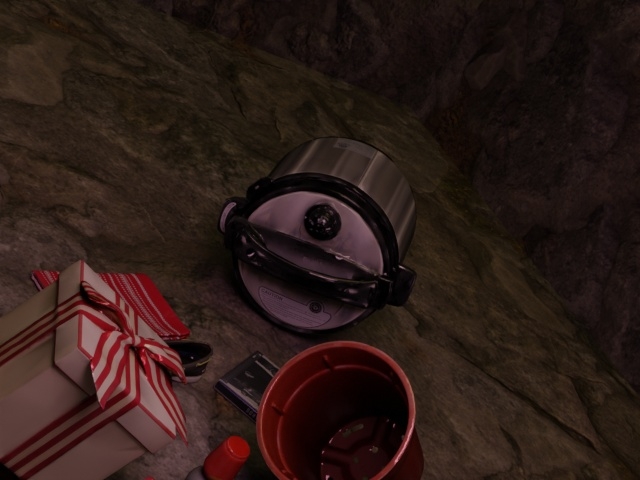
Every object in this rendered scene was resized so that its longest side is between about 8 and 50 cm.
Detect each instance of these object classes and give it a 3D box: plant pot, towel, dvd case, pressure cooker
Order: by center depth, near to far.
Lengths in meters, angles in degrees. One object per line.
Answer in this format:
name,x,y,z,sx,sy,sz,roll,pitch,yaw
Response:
plant pot,0.058,0.350,2.104,0.272,0.272,0.265,50,-5,32
towel,-0.393,0.125,2.291,0.274,0.031,0.199,4,37,-49
dvd case,-0.073,0.321,2.338,0.238,0.030,0.179,39,24,9
pressure cooker,0.000,-0.006,2.611,0.376,0.369,0.420,65,21,-16

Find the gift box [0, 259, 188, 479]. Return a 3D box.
gift box,-0.352,0.224,1.800,0.255,0.258,0.276,48,13,-36

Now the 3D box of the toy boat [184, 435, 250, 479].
toy boat,-0.102,0.469,1.908,0.267,0.148,0.318,-3,51,-48

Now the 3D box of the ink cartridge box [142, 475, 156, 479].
ink cartridge box,-0.276,0.443,1.711,0.127,0.128,0.176,41,24,15

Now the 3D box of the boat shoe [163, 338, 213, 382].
boat shoe,-0.291,0.215,2.200,0.227,0.069,0.081,3,38,-51
